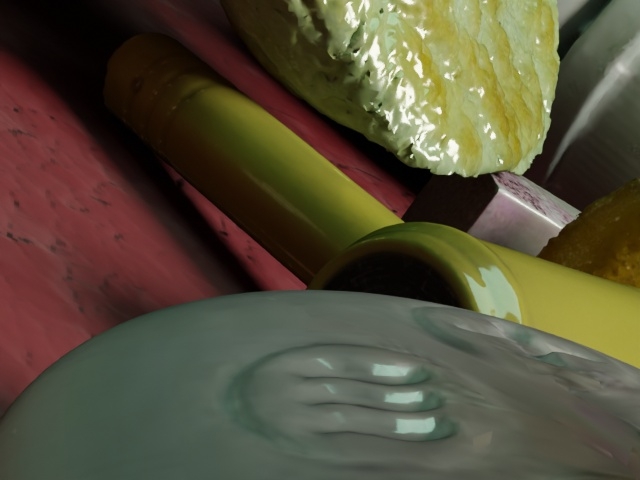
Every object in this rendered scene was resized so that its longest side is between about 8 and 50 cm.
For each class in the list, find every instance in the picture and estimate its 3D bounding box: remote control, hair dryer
[{"bbox_3d":[0.044,0.101,0.311,0.221,0.103,0.332,13,22,-14],"label":"remote control"},{"bbox_3d":[0.000,0.000,0.624,0.135,0.090,0.279,16,19,-49],"label":"hair dryer"}]

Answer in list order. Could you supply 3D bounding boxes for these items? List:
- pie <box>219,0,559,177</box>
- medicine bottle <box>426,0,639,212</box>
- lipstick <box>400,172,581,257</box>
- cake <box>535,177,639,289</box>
[{"bbox_3d":[0.031,-0.146,0.766,0.257,0.105,0.274,55,32,-17],"label":"pie"},{"bbox_3d":[0.149,-0.122,0.996,0.306,0.245,0.245,44,16,23],"label":"medicine bottle"},{"bbox_3d":[0.177,0.063,0.838,0.317,0.068,0.066,30,16,-23],"label":"lipstick"},{"bbox_3d":[0.158,0.058,0.735,0.185,0.116,0.080,35,12,14],"label":"cake"}]
